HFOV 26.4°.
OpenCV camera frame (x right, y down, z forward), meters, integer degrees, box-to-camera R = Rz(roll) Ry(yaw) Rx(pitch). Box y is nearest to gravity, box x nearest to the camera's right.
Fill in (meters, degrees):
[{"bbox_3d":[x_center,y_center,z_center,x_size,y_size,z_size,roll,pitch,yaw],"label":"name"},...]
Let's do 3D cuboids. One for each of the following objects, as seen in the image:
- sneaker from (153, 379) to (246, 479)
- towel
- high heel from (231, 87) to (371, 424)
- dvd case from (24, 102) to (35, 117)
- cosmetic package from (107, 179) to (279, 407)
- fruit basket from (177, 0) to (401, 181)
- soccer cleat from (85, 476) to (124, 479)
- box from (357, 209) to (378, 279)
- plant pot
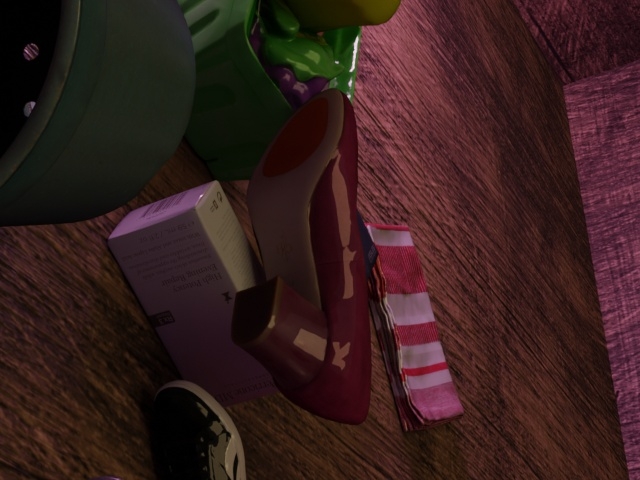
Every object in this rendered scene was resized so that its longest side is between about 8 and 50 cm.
[{"bbox_3d":[-0.122,0.255,1.357,0.216,0.079,0.121,69,20,-10],"label":"sneaker"},{"bbox_3d":[0.142,0.131,2.143,0.237,0.037,0.329,4,70,-68],"label":"towel"},{"bbox_3d":[0.008,0.012,1.484,0.181,0.127,0.377,43,48,-34],"label":"high heel"},{"bbox_3d":[-0.264,-0.108,1.392,0.119,0.013,0.087,1,73,-66],"label":"dvd case"},{"bbox_3d":[-0.119,0.063,1.467,0.231,0.117,0.085,63,24,-18],"label":"cosmetic package"},{"bbox_3d":[-0.004,-0.285,1.678,0.283,0.392,0.392,56,27,-34],"label":"fruit basket"},{"bbox_3d":[-0.191,0.351,1.112,0.116,0.109,0.318,66,20,-51],"label":"soccer cleat"},{"bbox_3d":[0.000,0.000,1.872,0.183,0.059,0.232,63,23,-18],"label":"box"},{"bbox_3d":[-0.269,-0.147,1.036,0.334,0.341,0.341,9,65,-75],"label":"plant pot"}]
